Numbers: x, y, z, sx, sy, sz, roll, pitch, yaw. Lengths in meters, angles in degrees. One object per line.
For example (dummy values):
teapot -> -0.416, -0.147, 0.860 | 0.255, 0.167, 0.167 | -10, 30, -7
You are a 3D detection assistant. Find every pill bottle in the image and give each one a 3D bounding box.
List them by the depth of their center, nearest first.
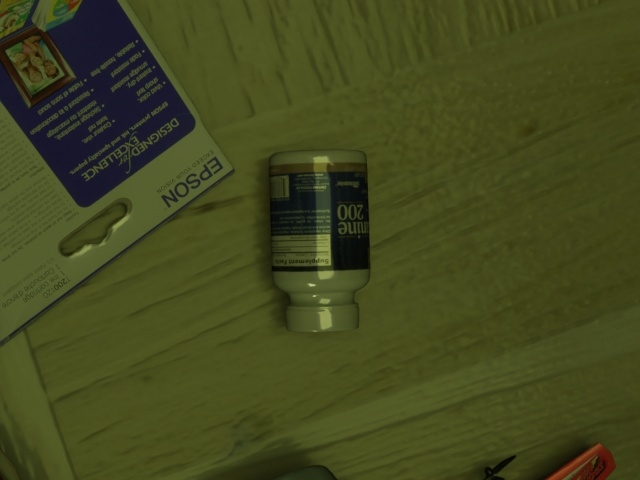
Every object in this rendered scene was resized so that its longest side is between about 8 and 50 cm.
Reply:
pill bottle -> 0.000, 0.000, 0.965 | 0.067, 0.067, 0.120 | -2, 91, -11

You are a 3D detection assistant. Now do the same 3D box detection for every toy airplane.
toy airplane -> 0.165, 0.215, 1.017 | 0.151, 0.028, 0.151 | 0, 91, -10

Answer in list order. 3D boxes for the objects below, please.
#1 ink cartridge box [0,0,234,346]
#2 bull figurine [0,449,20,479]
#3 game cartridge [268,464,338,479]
ink cartridge box -> -0.191, -0.067, 0.926 | 0.206, 0.045, 0.208 | -37, 120, -8
bull figurine -> -0.277, 0.142, 0.861 | 0.310, 0.101, 0.188 | 8, 53, -27
game cartridge -> -0.069, 0.291, 0.911 | 0.297, 0.062, 0.198 | -41, 71, 0
